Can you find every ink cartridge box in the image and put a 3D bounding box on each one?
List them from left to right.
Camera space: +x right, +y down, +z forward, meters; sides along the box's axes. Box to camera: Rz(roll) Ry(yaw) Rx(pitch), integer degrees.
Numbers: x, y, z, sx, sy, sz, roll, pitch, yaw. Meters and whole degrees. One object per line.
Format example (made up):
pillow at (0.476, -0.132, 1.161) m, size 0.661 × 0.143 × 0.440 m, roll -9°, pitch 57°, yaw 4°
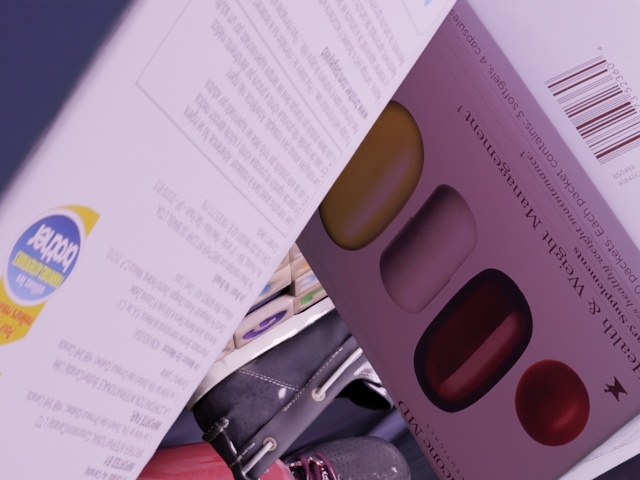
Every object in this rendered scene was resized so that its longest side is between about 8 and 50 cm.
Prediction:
ink cartridge box at (-0.043, -0.031, 0.446) m, size 0.311 × 0.065 × 0.186 m, roll -59°, pitch 165°, yaw -4°

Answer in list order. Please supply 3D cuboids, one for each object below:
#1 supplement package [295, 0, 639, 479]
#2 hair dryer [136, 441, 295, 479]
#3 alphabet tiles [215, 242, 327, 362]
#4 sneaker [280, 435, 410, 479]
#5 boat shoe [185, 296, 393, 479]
supplement package at (0.106, -0.020, 0.783) m, size 0.149 × 0.194 × 0.203 m, roll -24°, pitch 164°, yaw -29°
hair dryer at (-0.111, 0.216, 1.291) m, size 0.223 × 0.080 × 0.293 m, roll -33°, pitch 150°, yaw 0°
alphabet tiles at (0.000, 0.000, 1.018) m, size 0.198 × 0.009 × 0.237 m, roll -31°, pitch 167°, yaw -8°
sneaker at (-0.029, 0.212, 1.511) m, size 0.281 × 0.106 × 0.162 m, roll -25°, pitch 162°, yaw -27°
boat shoe at (0.031, 0.064, 1.173) m, size 0.233 × 0.079 × 0.084 m, roll -30°, pitch 165°, yaw -15°
